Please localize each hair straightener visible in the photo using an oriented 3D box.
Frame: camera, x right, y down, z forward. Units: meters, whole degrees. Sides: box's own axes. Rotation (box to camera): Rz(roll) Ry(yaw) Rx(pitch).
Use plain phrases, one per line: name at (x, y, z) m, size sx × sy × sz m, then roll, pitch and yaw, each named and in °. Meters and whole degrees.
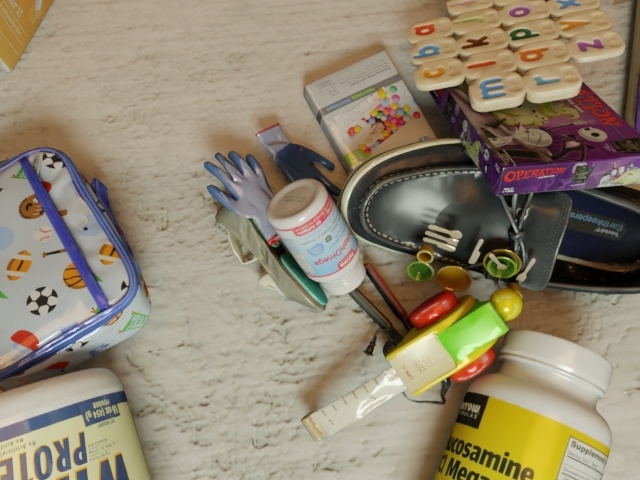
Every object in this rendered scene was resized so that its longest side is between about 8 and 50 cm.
hair straightener at (0.102, 0.148, 0.889) m, size 0.089 × 0.047 × 0.230 m, roll -36°, pitch 88°, yaw -9°

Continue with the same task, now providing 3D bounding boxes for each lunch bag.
lunch bag at (-0.369, 0.024, 0.799) m, size 0.243 × 0.115 × 0.303 m, roll -32°, pitch 67°, yaw -12°

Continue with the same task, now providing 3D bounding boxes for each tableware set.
tableware set at (0.197, 0.042, 0.823) m, size 0.154 × 0.104 × 0.024 m, roll 19°, pitch 43°, yaw 4°

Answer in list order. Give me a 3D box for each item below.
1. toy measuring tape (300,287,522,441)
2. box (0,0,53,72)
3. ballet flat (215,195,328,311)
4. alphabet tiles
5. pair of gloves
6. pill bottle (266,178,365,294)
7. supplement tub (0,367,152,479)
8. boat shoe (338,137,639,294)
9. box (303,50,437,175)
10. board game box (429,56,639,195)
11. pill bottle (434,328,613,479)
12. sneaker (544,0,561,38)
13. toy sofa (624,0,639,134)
toy measuring tape at (0.124, 0.161, 0.832) m, size 0.330 × 0.121 × 0.121 m, roll -35°, pitch 83°, yaw 13°
box at (-0.467, -0.458, 0.873) m, size 0.169 × 0.215 × 0.345 m, roll 23°, pitch 77°, yaw -1°
ballet flat at (-0.074, 0.028, 0.889) m, size 0.068 × 0.072 × 0.213 m, roll -40°, pitch 83°, yaw 15°
alphabet tiles at (0.269, -0.287, 0.889) m, size 0.278 × 0.021 × 0.284 m, roll -8°, pitch 49°, yaw 9°
pair of gloves at (-0.064, -0.088, 0.896) m, size 0.198 × 0.023 × 0.159 m, roll -36°, pitch 83°, yaw -36°
pill bottle at (0.000, 0.000, 0.837) m, size 0.087 × 0.087 × 0.160 m, roll -43°, pitch 128°, yaw -13°
supplement tub at (-0.303, 0.334, 0.703) m, size 0.236 × 0.235 × 0.324 m, roll -19°, pitch 80°, yaw -10°
boat shoe at (0.276, -0.025, 0.858) m, size 0.501 × 0.156 × 0.186 m, roll 9°, pitch 114°, yaw -6°
box at (0.080, -0.184, 0.958) m, size 0.145 × 0.038 × 0.186 m, roll -26°, pitch 82°, yaw -10°
board game box at (0.286, -0.185, 0.872) m, size 0.208 × 0.056 × 0.346 m, roll -2°, pitch 39°, yaw -10°
pill bottle at (0.254, 0.293, 0.793) m, size 0.188 × 0.188 × 0.333 m, roll 24°, pitch 76°, yaw 0°
sneaker at (0.337, -0.363, 1.008) m, size 0.186 × 0.069 × 0.084 m, roll -20°, pitch 42°, yaw -29°
toy sofa at (0.585, -0.295, 0.963) m, size 0.150 × 0.177 × 0.362 m, roll 13°, pitch 77°, yaw -3°
